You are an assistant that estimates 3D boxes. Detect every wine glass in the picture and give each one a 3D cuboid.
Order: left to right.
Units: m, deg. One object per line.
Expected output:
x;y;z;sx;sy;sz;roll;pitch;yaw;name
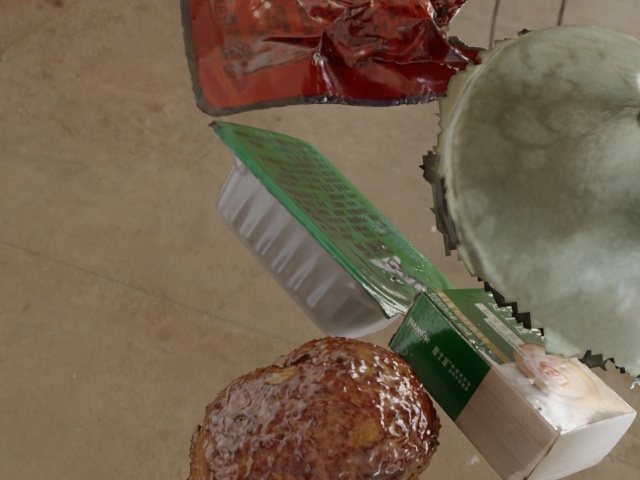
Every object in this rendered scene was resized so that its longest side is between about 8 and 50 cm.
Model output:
0.179;-0.051;0.192;0.191;0.357;0.190;4;75;-17;wine glass

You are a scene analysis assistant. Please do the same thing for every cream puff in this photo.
-0.014;0.178;0.669;0.164;0.240;0.240;52;50;-5;cream puff

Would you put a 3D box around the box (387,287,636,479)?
0.180;0.133;0.731;0.135;0.081;0.199;0;38;-41;box

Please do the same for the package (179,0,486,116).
0.020;-0.181;0.631;0.270;0.071;0.194;1;50;-22;package

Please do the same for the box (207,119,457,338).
0.000;0.000;0.939;0.336;0.106;0.264;47;21;18;box
